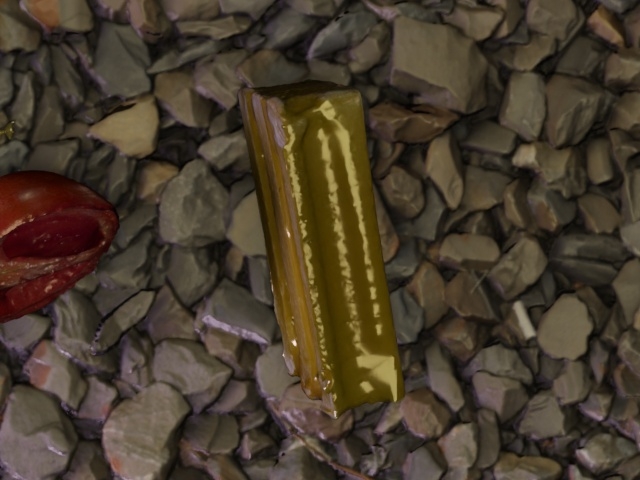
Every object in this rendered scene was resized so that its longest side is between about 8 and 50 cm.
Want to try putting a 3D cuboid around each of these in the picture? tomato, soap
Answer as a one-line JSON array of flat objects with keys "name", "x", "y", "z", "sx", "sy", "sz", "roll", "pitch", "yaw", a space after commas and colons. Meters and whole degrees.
[{"name": "tomato", "x": -0.298, "y": -0.007, "z": 1.526, "sx": 0.189, "sy": 0.173, "sz": 0.099, "roll": -47, "pitch": 65, "yaw": 35}, {"name": "soap", "x": 0.000, "y": 0.000, "z": 1.535, "sx": 0.091, "sy": 0.199, "sz": 0.315, "roll": -11, "pitch": 101, "yaw": -13}]

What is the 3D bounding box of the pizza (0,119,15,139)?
[{"name": "pizza", "x": -0.420, "y": -0.101, "z": 1.510, "sx": 0.280, "sy": 0.075, "sz": 0.287, "roll": 35, "pitch": 94, "yaw": -14}]
